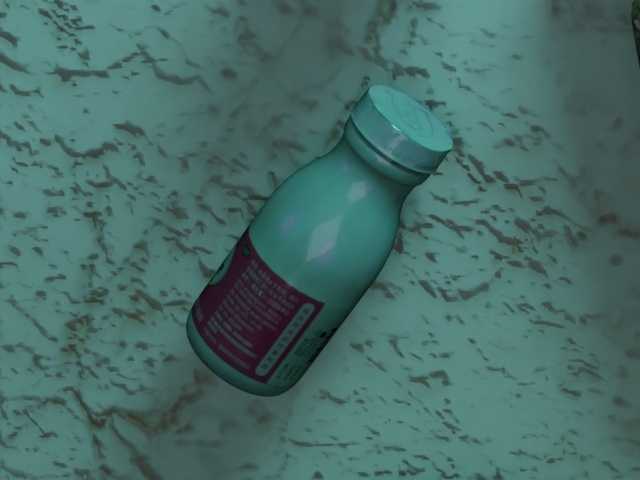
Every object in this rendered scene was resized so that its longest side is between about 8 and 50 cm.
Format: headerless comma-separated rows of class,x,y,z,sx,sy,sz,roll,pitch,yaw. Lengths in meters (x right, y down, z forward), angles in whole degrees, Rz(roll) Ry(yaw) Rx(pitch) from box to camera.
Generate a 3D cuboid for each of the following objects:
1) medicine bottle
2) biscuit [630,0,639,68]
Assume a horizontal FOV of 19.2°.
medicine bottle,0.000,0.000,1.255,0.090,0.090,0.217,36,114,-1
biscuit,0.267,-0.080,1.164,0.186,0.079,0.309,-9,109,19
